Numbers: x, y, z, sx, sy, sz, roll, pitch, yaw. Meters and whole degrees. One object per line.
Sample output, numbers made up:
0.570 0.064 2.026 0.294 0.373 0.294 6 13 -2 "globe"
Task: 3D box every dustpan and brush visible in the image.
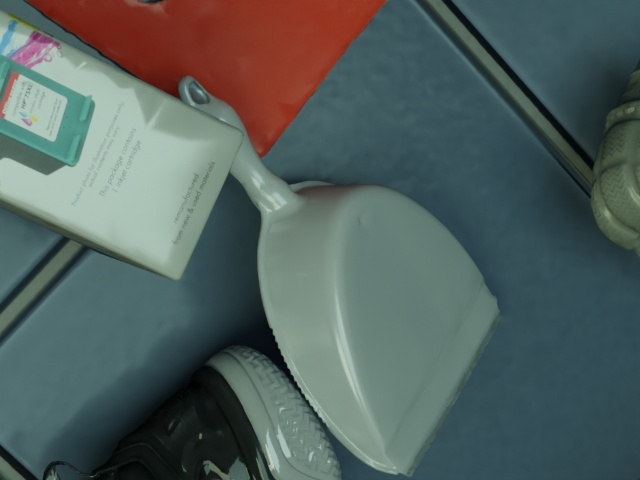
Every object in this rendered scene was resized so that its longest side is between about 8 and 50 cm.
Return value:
0.000 0.000 1.006 0.211 0.060 0.147 60 41 -23 "dustpan and brush"

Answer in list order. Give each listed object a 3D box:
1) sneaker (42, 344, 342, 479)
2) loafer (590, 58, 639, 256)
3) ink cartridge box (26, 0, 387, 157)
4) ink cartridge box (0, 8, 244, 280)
-0.039 0.199 1.005 0.153 0.101 0.268 -27 98 -17 "sneaker"
0.287 -0.002 1.108 0.319 0.112 0.111 30 64 -29 "loafer"
-0.024 -0.246 0.898 0.308 0.091 0.385 34 106 -21 "ink cartridge box"
-0.166 -0.067 0.909 0.231 0.134 0.078 26 85 -21 "ink cartridge box"
